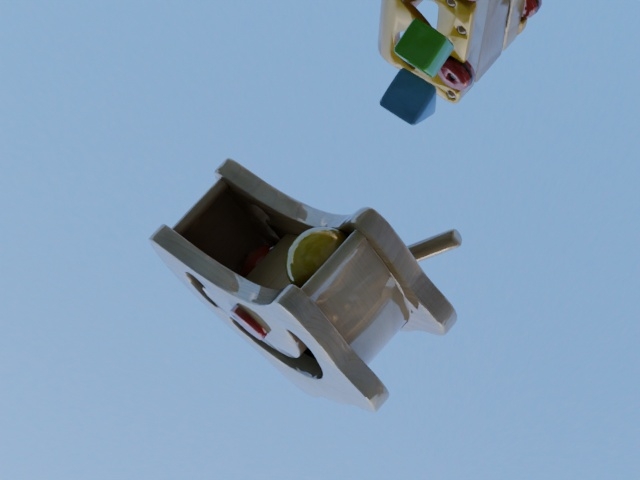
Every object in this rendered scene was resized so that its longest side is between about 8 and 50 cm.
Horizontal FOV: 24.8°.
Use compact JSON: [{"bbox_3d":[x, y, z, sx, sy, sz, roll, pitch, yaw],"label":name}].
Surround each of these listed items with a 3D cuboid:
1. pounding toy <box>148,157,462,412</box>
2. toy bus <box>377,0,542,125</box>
[{"bbox_3d":[0.000,0.000,0.941,0.154,0.269,0.155,46,-103,-12],"label":"pounding toy"},{"bbox_3d":[0.092,-0.193,1.006,0.104,0.191,0.202,34,-71,17],"label":"toy bus"}]
